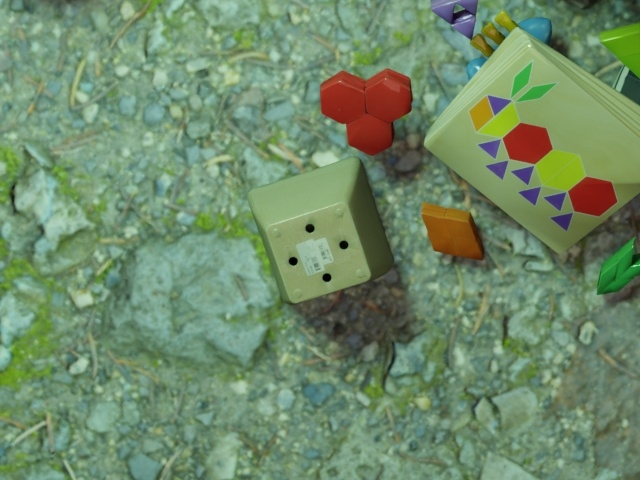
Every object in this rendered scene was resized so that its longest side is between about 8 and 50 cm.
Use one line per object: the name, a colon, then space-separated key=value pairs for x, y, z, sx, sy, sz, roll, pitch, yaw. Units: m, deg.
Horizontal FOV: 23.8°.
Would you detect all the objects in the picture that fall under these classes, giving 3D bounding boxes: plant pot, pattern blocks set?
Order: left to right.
plant pot: x=0.000 y=0.000 z=1.331 sx=0.109 sy=0.096 sz=0.109 roll=-18 pitch=103 yaw=4
pattern blocks set: x=0.190 y=-0.084 z=1.297 sx=0.285 sy=0.026 sz=0.325 roll=-33 pitch=115 yaw=28

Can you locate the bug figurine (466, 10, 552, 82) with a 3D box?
bug figurine: x=0.136 y=-0.253 z=1.278 sx=0.216 sy=0.072 sz=0.279 roll=-39 pitch=105 yaw=16

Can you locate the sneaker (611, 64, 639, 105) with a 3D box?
sneaker: x=0.380 y=-0.170 z=1.271 sx=0.321 sy=0.127 sz=0.126 roll=-39 pitch=101 yaw=11
